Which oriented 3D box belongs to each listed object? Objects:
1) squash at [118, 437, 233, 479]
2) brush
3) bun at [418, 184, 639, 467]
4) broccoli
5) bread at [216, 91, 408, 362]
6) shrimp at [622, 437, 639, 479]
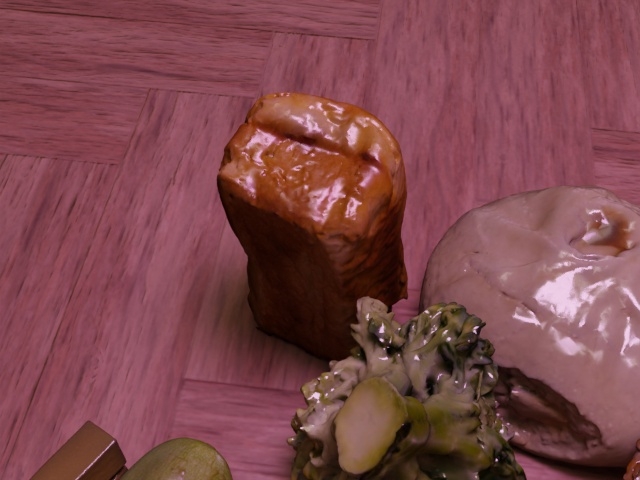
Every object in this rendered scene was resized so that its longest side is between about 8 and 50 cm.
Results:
[{"bbox_3d":[-0.206,0.339,0.840,0.118,0.118,0.371,25,55,20],"label":"squash"},{"bbox_3d":[-0.283,0.292,0.887,0.047,0.103,0.233,28,56,24],"label":"brush"},{"bbox_3d":[0.294,0.062,1.025,0.364,0.202,0.364,2,49,-2],"label":"bun"},{"bbox_3d":[0.059,0.194,0.869,0.247,0.245,0.288,-18,60,17],"label":"broccoli"},{"bbox_3d":[0.000,-0.006,0.989,0.195,0.344,0.149,25,63,18],"label":"bread"},{"bbox_3d":[0.407,0.280,0.897,0.253,0.058,0.173,39,82,-2],"label":"shrimp"}]
